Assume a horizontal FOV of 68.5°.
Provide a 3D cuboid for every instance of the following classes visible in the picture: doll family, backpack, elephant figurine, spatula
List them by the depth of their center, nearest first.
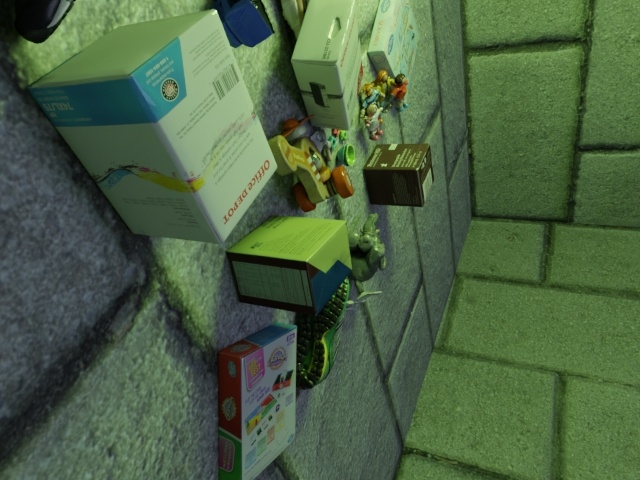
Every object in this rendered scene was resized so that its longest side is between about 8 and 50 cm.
[{"bbox_3d":[-0.160,-0.443,0.902,0.098,0.101,0.120,50,19,-60],"label":"backpack"},{"bbox_3d":[0.118,0.203,1.527,0.019,0.168,0.242,62,18,16],"label":"spatula"},{"bbox_3d":[0.156,0.034,1.560,0.186,0.169,0.239,-49,172,18],"label":"elephant figurine"},{"bbox_3d":[0.196,-0.480,1.608,0.263,0.118,0.163,-50,147,-21],"label":"doll family"}]

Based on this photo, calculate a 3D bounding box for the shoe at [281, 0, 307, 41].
[{"bbox_3d":[-0.068,-0.573,1.109,0.076,0.058,0.219,-82,166,-49],"label":"shoe"}]

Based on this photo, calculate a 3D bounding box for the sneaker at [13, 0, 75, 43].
[{"bbox_3d":[-0.352,-0.383,0.559,0.124,0.107,0.283,16,76,-48],"label":"sneaker"}]

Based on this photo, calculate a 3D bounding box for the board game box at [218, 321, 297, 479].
[{"bbox_3d":[-0.144,0.383,1.129,0.242,0.064,0.316,-13,107,-62],"label":"board game box"}]

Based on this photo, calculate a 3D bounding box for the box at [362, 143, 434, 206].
[{"bbox_3d":[0.287,-0.237,1.701,0.168,0.203,0.167,-60,144,-39],"label":"box"}]

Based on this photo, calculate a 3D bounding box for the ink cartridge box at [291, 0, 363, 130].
[{"bbox_3d":[0.027,-0.437,1.182,0.273,0.114,0.197,66,36,-70],"label":"ink cartridge box"}]

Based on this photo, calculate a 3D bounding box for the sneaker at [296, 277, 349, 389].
[{"bbox_3d":[0.002,0.245,1.347,0.146,0.134,0.343,27,80,-69],"label":"sneaker"}]

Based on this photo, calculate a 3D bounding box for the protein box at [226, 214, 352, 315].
[{"bbox_3d":[-0.063,0.048,1.069,0.200,0.201,0.136,-45,134,-51],"label":"protein box"}]

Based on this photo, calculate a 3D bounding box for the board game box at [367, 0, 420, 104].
[{"bbox_3d":[0.282,-0.730,1.747,0.318,0.066,0.318,41,59,-59],"label":"board game box"}]

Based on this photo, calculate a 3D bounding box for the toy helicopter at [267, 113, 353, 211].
[{"bbox_3d":[-0.047,-0.200,1.115,0.355,0.140,0.235,-8,80,-74],"label":"toy helicopter"}]

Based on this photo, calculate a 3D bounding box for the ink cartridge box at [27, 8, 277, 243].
[{"bbox_3d":[-0.227,-0.161,0.710,0.198,0.197,0.270,-62,145,-38],"label":"ink cartridge box"}]

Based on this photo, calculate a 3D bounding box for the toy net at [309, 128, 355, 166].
[{"bbox_3d":[0.040,-0.290,1.380,0.232,0.045,0.122,-1,96,-63],"label":"toy net"}]
